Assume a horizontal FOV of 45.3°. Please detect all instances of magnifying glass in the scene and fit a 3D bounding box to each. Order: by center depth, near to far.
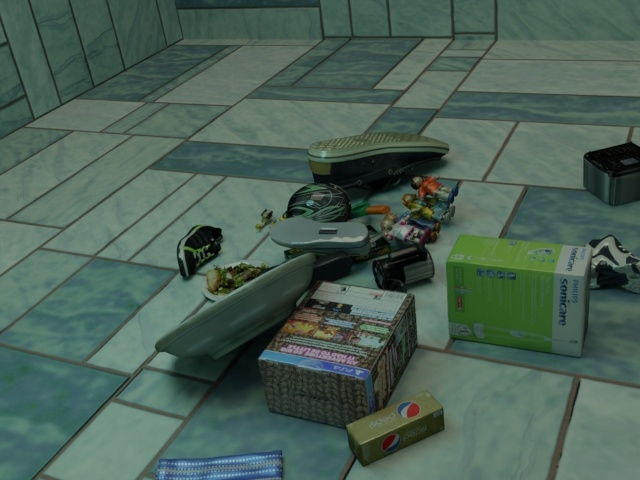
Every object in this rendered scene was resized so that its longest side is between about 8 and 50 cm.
[{"bbox_3d":[0.127,-0.083,2.151,0.092,0.026,0.231,-29,11,-22],"label":"magnifying glass"}]

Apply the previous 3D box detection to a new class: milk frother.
[{"bbox_3d":[0.215,0.091,1.861,0.134,0.129,0.143,-16,74,-12],"label":"milk frother"}]

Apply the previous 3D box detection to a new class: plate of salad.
[{"bbox_3d":[-0.213,0.095,1.992,0.199,0.048,0.200,-6,29,4],"label":"plate of salad"}]

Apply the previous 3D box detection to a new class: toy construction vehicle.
[{"bbox_3d":[-0.134,-0.055,2.251,0.086,0.035,0.098,16,39,17],"label":"toy construction vehicle"}]

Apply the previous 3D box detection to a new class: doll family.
[{"bbox_3d":[0.261,-0.063,2.107,0.163,0.118,0.263,20,58,30],"label":"doll family"}]

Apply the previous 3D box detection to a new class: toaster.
[{"bbox_3d":[0.837,-0.189,2.146,0.185,0.110,0.168,-14,30,-10],"label":"toaster"}]

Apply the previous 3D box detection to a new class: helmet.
[{"bbox_3d":[-0.005,-0.084,2.134,0.169,0.169,0.161,-20,16,-20],"label":"helmet"}]

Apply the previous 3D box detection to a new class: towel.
[{"bbox_3d":[-0.191,0.491,1.315,0.243,0.040,0.336,-6,30,3],"label":"towel"}]

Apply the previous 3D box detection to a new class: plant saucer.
[{"bbox_3d":[-0.164,0.167,1.682,0.400,0.100,0.400,-31,-4,-2],"label":"plant saucer"}]

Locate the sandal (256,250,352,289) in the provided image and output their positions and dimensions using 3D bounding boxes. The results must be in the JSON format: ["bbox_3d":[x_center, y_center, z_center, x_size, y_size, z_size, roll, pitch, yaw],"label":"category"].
[{"bbox_3d":[-0.044,0.081,1.932,0.254,0.097,0.054,-10,40,-24],"label":"sandal"}]

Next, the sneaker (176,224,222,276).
[{"bbox_3d":[-0.327,0.016,2.120,0.097,0.084,0.235,-1,31,10],"label":"sneaker"}]

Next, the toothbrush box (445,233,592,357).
[{"bbox_3d":[0.422,0.115,1.638,0.283,0.206,0.122,6,33,25],"label":"toothbrush box"}]

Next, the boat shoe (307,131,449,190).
[{"bbox_3d":[0.182,-0.243,2.377,0.500,0.156,0.187,-12,23,-30],"label":"boat shoe"}]

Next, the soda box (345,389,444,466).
[{"bbox_3d":[0.142,0.352,1.449,0.181,0.058,0.061,-19,32,-18],"label":"soda box"}]

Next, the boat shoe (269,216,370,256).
[{"bbox_3d":[0.000,0.000,2.003,0.267,0.088,0.096,-1,48,13],"label":"boat shoe"}]

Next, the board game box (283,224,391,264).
[{"bbox_3d":[0.045,0.030,2.058,0.259,0.030,0.136,-17,33,-14],"label":"board game box"}]

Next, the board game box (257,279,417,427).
[{"bbox_3d":[0.046,0.230,1.599,0.232,0.141,0.291,7,33,25],"label":"board game box"}]

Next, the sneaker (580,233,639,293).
[{"bbox_3d":[0.712,0.044,1.794,0.235,0.094,0.153,-4,37,29],"label":"sneaker"}]
